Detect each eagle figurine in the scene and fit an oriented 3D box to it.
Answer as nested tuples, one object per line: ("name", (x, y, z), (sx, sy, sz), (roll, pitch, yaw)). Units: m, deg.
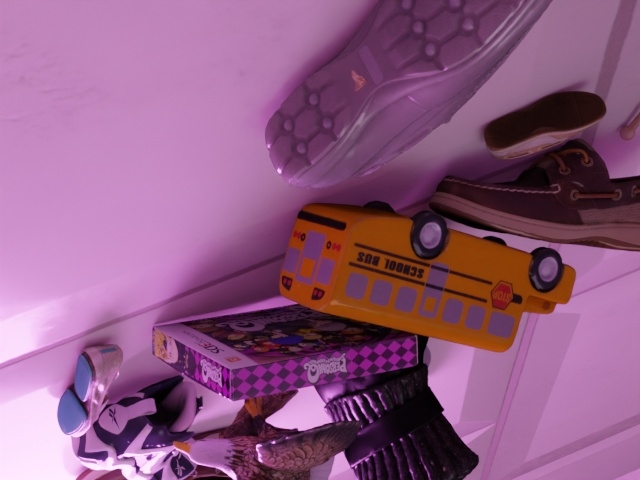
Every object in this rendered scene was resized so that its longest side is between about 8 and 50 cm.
("eagle figurine", (-0.067, 0.276, 1.430), (0.225, 0.298, 0.226), (-15, 108, -13))

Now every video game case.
("video game case", (-0.044, 0.118, 1.360), (0.232, 0.042, 0.210), (-7, -168, -29))

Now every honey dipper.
("honey dipper", (0.389, -0.166, 1.388), (0.030, 0.030, 0.161), (-12, 154, -25))

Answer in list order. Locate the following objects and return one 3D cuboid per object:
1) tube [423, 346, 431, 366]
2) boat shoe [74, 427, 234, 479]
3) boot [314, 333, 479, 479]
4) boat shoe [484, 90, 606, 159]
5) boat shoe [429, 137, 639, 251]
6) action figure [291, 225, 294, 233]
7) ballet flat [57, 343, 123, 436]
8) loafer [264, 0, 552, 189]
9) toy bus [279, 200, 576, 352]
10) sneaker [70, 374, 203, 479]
("tube", (0.127, 0.205, 1.825), (0.080, 0.052, 0.207), (-11, 158, -7))
("boat shoe", (-0.216, 0.340, 1.706), (0.257, 0.095, 0.095), (-13, 151, -24))
("boot", (0.115, 0.175, 1.505), (0.131, 0.260, 0.348), (-9, 148, -32))
("boat shoe", (0.243, -0.124, 1.317), (0.135, 0.050, 0.045), (-15, 157, 1))
("boat shoe", (0.285, -0.059, 1.415), (0.342, 0.123, 0.123), (6, -177, -22))
("action figure", (0.000, 0.000, 1.350), (0.038, 0.030, 0.115), (-29, 152, 19))
("ballet flat", (-0.264, 0.177, 1.412), (0.052, 0.057, 0.168), (-19, 155, -35))
("loafer", (0.084, -0.152, 1.063), (0.319, 0.112, 0.111), (-34, 159, 34))
("toy bus", (0.127, 0.040, 1.340), (0.332, 0.108, 0.130), (15, 90, -34))
("sneaker", (-0.190, 0.243, 1.549), (0.153, 0.094, 0.235), (-27, 145, 21))
